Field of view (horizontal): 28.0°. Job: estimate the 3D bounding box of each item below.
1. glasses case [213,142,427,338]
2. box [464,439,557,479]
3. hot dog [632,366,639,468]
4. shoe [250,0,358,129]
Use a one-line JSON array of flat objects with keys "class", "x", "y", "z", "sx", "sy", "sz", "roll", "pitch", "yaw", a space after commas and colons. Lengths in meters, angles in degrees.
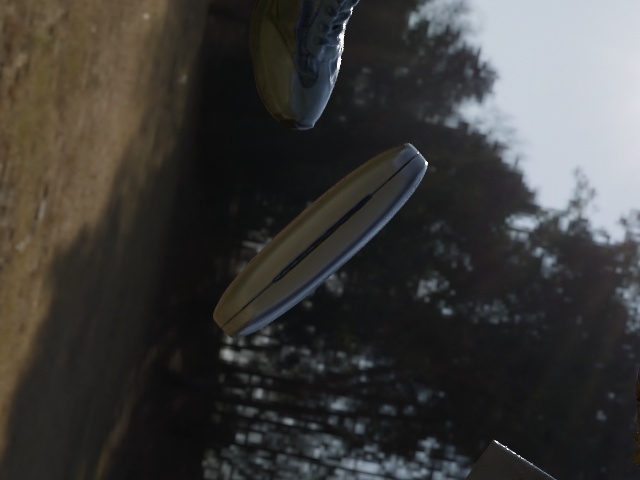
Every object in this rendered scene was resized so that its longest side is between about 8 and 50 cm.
[{"class": "glasses case", "x": 0.000, "y": 0.000, "z": 0.405, "sx": 0.083, "sy": 0.021, "sz": 0.032, "roll": -42, "pitch": 179, "yaw": -3}, {"class": "box", "x": 0.206, "y": 0.306, "z": 1.288, "sx": 0.067, "sy": 0.149, "sz": 0.233, "roll": -51, "pitch": 161, "yaw": -27}, {"class": "hot dog", "x": 0.317, "y": 0.101, "z": 1.032, "sx": 0.146, "sy": 0.103, "sz": 0.213, "roll": -6, "pitch": 100, "yaw": -49}, {"class": "shoe", "x": 0.002, "y": -0.235, "z": 1.147, "sx": 0.103, "sy": 0.098, "sz": 0.274, "roll": -7, "pitch": 104, "yaw": -50}]
